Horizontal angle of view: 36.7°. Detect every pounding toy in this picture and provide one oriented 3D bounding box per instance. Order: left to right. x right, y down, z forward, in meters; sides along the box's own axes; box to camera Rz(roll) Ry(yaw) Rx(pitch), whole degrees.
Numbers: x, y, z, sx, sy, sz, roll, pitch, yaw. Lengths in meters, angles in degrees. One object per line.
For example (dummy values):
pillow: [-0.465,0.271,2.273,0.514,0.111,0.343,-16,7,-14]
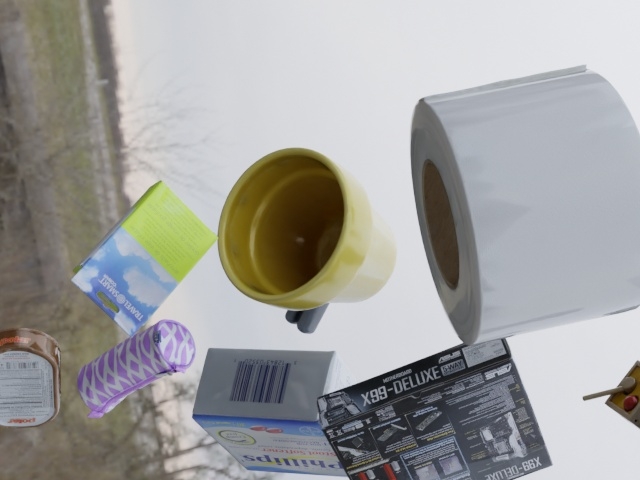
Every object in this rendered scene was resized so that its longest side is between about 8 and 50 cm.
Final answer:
pounding toy: [0.610,0.304,1.875,0.100,0.130,0.141,37,1,-12]

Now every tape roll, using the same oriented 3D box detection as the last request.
tape roll: [0.196,-0.032,0.941,0.246,0.169,0.246,168,-90,-86]

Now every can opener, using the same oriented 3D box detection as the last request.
can opener: [0.028,0.053,1.882,0.074,0.093,0.280,34,-83,39]

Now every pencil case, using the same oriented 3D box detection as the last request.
pencil case: [-0.275,0.191,1.443,0.206,0.086,0.088,-30,-119,32]

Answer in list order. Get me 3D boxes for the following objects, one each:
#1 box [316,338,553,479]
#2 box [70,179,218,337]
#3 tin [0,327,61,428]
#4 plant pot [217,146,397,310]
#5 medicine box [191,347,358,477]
box: [0.181,0.298,1.497,0.077,0.307,0.243,-101,167,-58]
box: [-0.223,0.024,1.210,0.109,0.178,0.042,46,-29,-15]
tin: [-0.399,0.187,1.276,0.190,0.106,0.040,104,-15,-45]
plant pot: [0.000,0.000,1.591,0.239,0.254,0.254,23,43,-54]
medicine box: [-0.060,0.333,1.849,0.289,0.263,0.149,60,35,-51]
